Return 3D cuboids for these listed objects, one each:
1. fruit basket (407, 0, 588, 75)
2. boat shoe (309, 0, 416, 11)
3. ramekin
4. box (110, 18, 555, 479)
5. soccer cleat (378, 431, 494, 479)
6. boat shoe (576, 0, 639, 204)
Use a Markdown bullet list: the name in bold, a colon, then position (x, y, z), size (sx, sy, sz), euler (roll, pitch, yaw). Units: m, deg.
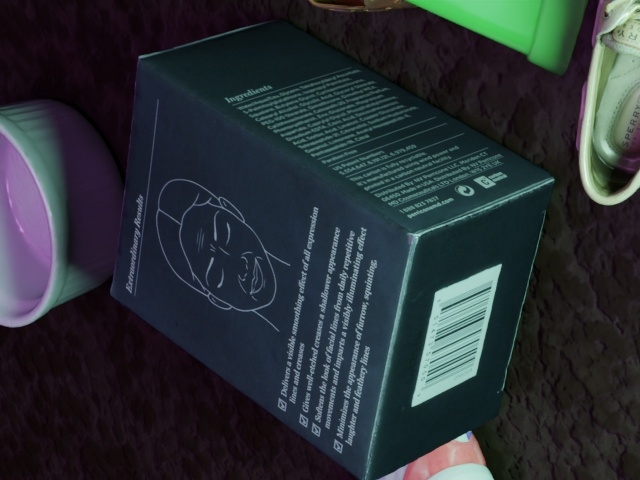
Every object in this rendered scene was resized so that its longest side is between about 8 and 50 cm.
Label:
- **fruit basket**: position (0.251, -0.326, 1.561), size (0.392, 0.283, 0.392), euler (1, 121, 2)
- **boat shoe**: position (0.059, -0.253, 1.890), size (0.178, 0.060, 0.064), euler (-6, 101, 48)
- **ramekin**: position (-0.362, -0.043, 2.375), size (0.277, 0.135, 0.277), euler (20, 119, 41)
- **box**: position (0.000, 0.000, 1.944), size (0.395, 0.212, 0.293), euler (34, 129, 33)
- **soccer cleat**: position (0.083, 0.289, 2.076), size (0.318, 0.109, 0.116), euler (-52, 45, 48)
- **boat shoe**: position (0.258, -0.165, 1.443), size (0.109, 0.098, 0.302), euler (23, 124, 16)
